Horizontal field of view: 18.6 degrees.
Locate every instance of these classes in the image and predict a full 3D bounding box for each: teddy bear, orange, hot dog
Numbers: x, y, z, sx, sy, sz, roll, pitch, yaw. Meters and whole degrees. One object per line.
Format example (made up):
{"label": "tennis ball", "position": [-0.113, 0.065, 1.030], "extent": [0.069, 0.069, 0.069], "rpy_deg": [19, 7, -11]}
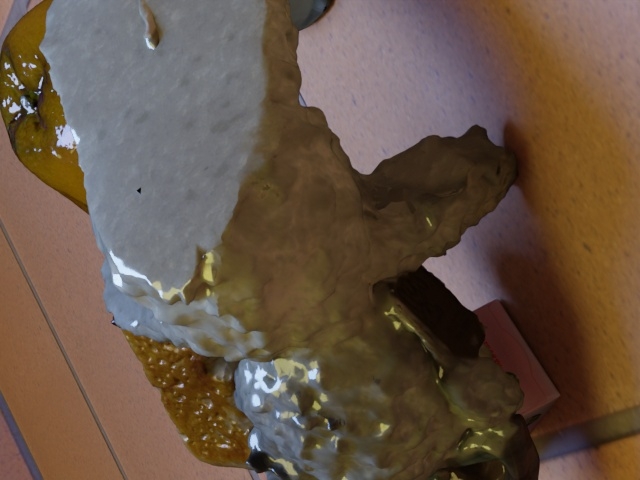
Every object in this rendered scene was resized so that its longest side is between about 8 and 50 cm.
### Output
{"label": "teddy bear", "position": [0.000, 0.000, 1.385], "extent": [0.362, 0.327, 0.375], "rpy_deg": [33, -140, -45]}
{"label": "orange", "position": [-0.184, -0.116, 1.727], "extent": [0.249, 0.183, 0.249], "rpy_deg": [169, 90, -68]}
{"label": "hot dog", "position": [-0.084, 0.080, 1.792], "extent": [0.150, 0.153, 0.256], "rpy_deg": [6, 135, 34]}

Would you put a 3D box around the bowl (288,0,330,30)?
{"label": "bowl", "position": [-0.131, -0.279, 1.493], "extent": [0.307, 0.163, 0.307], "rpy_deg": [55, 158, 34]}

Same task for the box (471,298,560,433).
{"label": "box", "position": [0.124, 0.109, 1.465], "extent": [0.089, 0.043, 0.125], "rpy_deg": [58, 160, 18]}

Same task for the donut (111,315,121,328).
{"label": "donut", "position": [-0.157, 0.024, 1.995], "extent": [0.126, 0.144, 0.186], "rpy_deg": [63, -168, 24]}
